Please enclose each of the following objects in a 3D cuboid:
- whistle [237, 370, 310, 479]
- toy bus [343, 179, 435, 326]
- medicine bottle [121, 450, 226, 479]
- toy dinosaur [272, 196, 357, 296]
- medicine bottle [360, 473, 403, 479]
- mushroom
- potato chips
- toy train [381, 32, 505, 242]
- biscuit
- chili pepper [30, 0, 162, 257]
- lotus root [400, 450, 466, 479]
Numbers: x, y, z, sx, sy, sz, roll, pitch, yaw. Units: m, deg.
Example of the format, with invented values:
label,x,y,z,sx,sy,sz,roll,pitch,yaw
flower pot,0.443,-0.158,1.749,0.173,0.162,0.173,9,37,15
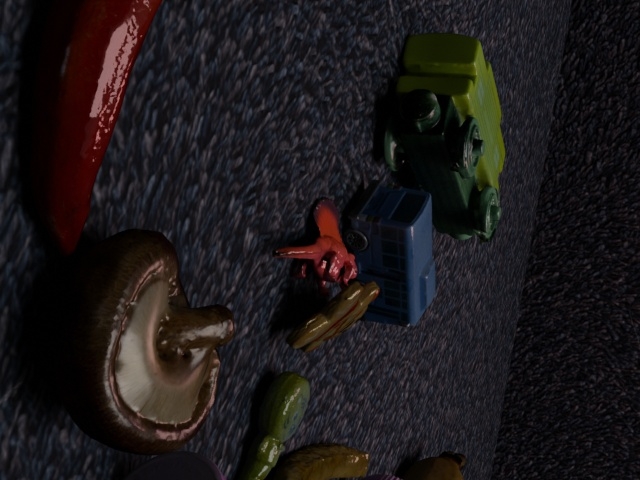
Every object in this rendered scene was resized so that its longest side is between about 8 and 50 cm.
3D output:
label,x,y,z,sx,sy,sz,roll,pitch,yaw
whistle,-0.076,0.280,1.497,0.198,0.057,0.104,-64,161,-15
toy bus,0.122,0.030,1.733,0.116,0.133,0.234,-57,150,-44
medicine bottle,-0.134,0.375,1.199,0.152,0.152,0.254,-61,142,-37
toy dinosaur,0.002,-0.006,1.531,0.286,0.070,0.139,37,57,-64
medicine bottle,0.071,0.545,1.826,0.290,0.178,0.178,-30,129,-63
mushroom,-0.189,0.102,1.014,0.194,0.138,0.231,-37,125,-40
potato chips,-0.012,0.372,1.665,0.057,0.080,0.407,-63,162,7
toy train,0.234,-0.179,1.868,0.442,0.179,0.272,59,41,-59
biscuit,0.027,0.116,1.574,0.153,0.030,0.234,-38,169,2
chili pepper,-0.196,-0.171,0.919,0.137,0.091,0.368,81,31,-84
lotus root,0.252,0.574,2.315,0.310,0.182,0.183,-57,151,-48
